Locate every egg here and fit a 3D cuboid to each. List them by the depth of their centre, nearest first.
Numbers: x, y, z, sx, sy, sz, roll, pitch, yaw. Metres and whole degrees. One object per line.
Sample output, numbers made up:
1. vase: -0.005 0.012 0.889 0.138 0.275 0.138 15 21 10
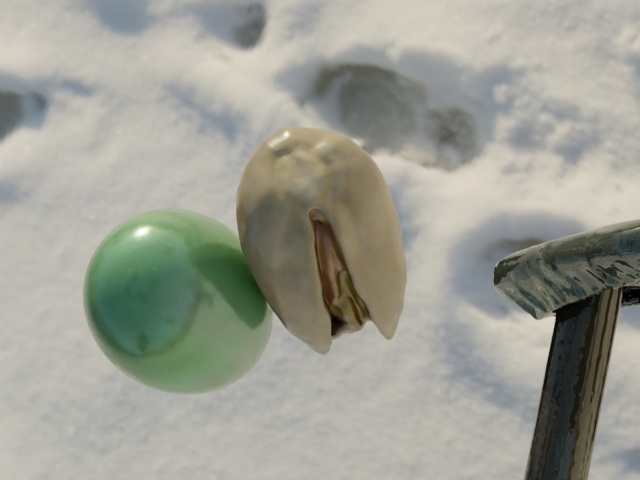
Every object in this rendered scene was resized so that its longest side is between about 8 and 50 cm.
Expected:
1. egg: -0.170 0.078 1.954 0.220 0.270 0.220 -17 57 27

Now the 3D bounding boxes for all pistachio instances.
1. pistachio: 0.000 0.000 1.885 0.187 0.299 0.187 -9 37 7

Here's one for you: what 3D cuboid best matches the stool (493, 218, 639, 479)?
1. stool: 0.340 0.101 1.408 0.310 0.310 0.226 158 111 -69
